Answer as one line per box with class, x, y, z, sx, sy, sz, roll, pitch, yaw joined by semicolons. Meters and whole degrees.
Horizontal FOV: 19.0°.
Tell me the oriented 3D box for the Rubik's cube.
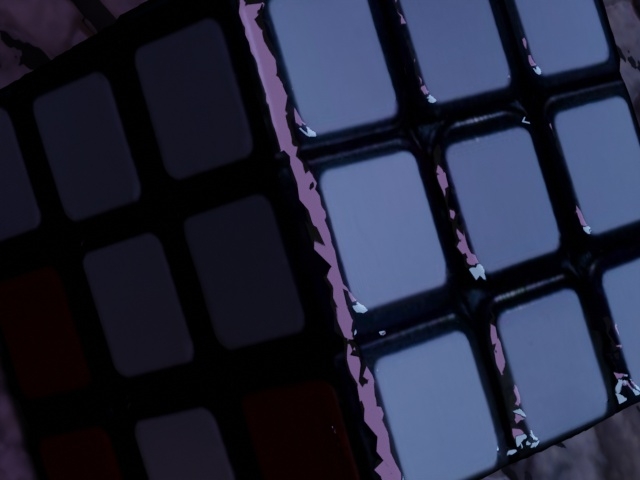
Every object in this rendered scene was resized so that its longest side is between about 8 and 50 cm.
Rubik's cube;0.000;0.000;0.611;0.160;0.162;0.163;-17;91;-43
